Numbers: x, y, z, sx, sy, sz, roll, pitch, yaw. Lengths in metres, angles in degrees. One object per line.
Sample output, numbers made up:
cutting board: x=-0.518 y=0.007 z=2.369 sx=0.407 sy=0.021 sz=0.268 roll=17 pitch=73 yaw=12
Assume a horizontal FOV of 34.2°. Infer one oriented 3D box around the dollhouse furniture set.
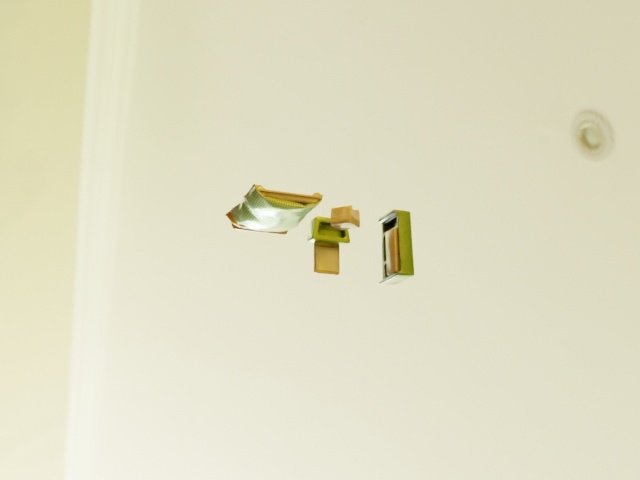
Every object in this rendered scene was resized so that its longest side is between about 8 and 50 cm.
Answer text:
dollhouse furniture set: x=0.000 y=0.000 z=0.864 sx=0.076 sy=0.152 sz=0.058 roll=146 pitch=-53 yaw=-62
